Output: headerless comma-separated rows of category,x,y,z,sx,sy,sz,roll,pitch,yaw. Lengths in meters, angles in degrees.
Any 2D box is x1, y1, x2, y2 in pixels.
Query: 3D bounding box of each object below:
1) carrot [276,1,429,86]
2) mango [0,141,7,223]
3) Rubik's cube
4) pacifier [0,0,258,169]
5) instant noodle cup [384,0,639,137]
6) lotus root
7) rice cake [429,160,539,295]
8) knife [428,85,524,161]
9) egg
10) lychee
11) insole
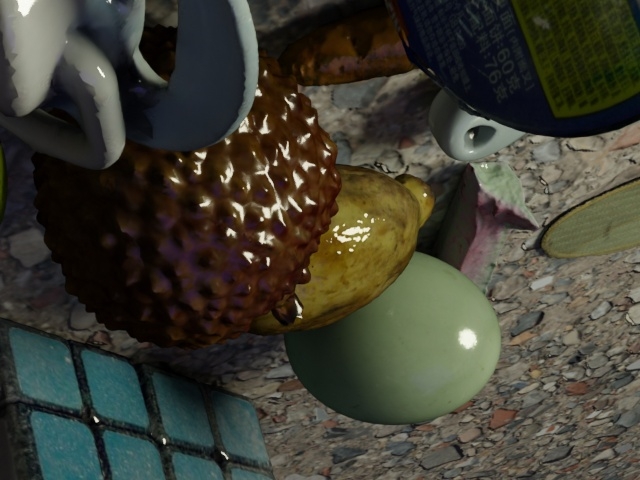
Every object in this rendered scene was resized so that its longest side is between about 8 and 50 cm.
carrot,0.119,-0.158,0.868,0.314,0.066,0.066,-14,148,-2
mango,-0.291,-0.056,0.709,0.273,0.149,0.185,5,138,-43
Rubik's cube,-0.238,0.321,1.123,0.343,0.345,0.337,-35,146,22
pacifier,-0.120,-0.166,0.608,0.226,0.287,0.238,-48,165,-25
instant noodle cup,0.231,-0.196,0.701,0.312,0.284,0.284,-6,147,-36
lotus root,0.000,0.000,0.983,0.214,0.138,0.138,-21,150,-19
rice cake,0.127,0.039,1.146,0.051,0.081,0.290,-21,151,-23
knife,0.232,-0.152,0.960,0.331,0.044,0.080,-25,141,-2
egg,0.059,0.080,1.087,0.192,0.149,0.149,0,161,35
lychee,-0.080,-0.028,0.828,0.200,0.200,0.238,-29,128,15
insole,0.371,-0.045,1.216,0.348,0.009,0.119,-14,147,-8
